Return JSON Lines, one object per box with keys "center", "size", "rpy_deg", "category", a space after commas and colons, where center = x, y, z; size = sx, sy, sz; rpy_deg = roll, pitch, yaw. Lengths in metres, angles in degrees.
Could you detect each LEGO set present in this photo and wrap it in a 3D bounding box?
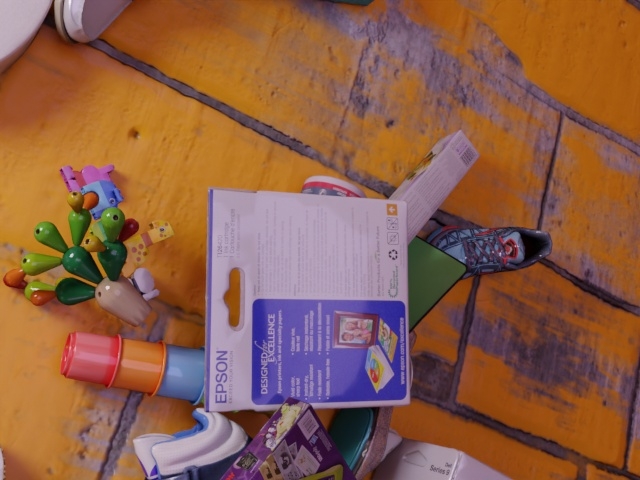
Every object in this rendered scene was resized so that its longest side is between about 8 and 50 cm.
{"center": [-0.266, -0.018, 1.093], "size": [0.093, 0.087, 0.227], "rpy_deg": [-26, 96, -29], "category": "LEGO set"}

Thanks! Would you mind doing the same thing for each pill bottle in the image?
{"center": [0.000, 0.000, 1.224], "size": [0.108, 0.108, 0.180], "rpy_deg": [25, 71, -23], "category": "pill bottle"}

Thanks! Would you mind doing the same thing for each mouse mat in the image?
{"center": [0.131, 0.065, 1.285], "size": [0.152, 0.007, 0.189], "rpy_deg": [33, 58, 28], "category": "mouse mat"}

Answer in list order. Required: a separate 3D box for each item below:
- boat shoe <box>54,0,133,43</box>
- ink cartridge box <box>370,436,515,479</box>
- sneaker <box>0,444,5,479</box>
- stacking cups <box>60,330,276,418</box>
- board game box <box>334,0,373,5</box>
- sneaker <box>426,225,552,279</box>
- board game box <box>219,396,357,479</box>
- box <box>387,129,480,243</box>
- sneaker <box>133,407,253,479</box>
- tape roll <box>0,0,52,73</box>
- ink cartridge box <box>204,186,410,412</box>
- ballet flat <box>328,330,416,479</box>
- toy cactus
{"center": [-0.274, -0.406, 1.117], "size": [0.103, 0.113, 0.302], "rpy_deg": [17, 71, 11], "category": "boat shoe"}
{"center": [0.244, 0.430, 1.235], "size": [0.289, 0.211, 0.122], "rpy_deg": [32, 70, -20], "category": "ink cartridge box"}
{"center": [-0.441, 0.328, 0.954], "size": [0.083, 0.069, 0.186], "rpy_deg": [11, 76, -32], "category": "sneaker"}
{"center": [-0.197, 0.179, 1.097], "size": [0.316, 0.096, 0.096], "rpy_deg": [17, 75, -25], "category": "stacking cups"}
{"center": [-0.057, -0.541, 1.291], "size": [0.336, 0.079, 0.254], "rpy_deg": [-1, 83, -29], "category": "board game box"}
{"center": [0.298, 0.011, 1.375], "size": [0.261, 0.125, 0.104], "rpy_deg": [-9, 86, -30], "category": "sneaker"}
{"center": [-0.022, 0.402, 1.064], "size": [0.208, 0.056, 0.347], "rpy_deg": [-50, 129, -32], "category": "board game box"}
{"center": [0.161, -0.067, 1.335], "size": [0.067, 0.063, 0.324], "rpy_deg": [48, 59, -12], "category": "box"}
{"center": [-0.206, 0.381, 1.049], "size": [0.323, 0.130, 0.236], "rpy_deg": [-43, 98, -25], "category": "sneaker"}
{"center": [-0.539, -0.376, 0.997], "size": [0.391, 0.072, 0.392], "rpy_deg": [7, 76, -29], "category": "tape roll"}
{"center": [-0.019, 0.085, 1.112], "size": [0.307, 0.072, 0.304], "rpy_deg": [3, 83, -20], "category": "ink cartridge box"}
{"center": [0.089, 0.267, 1.238], "size": [0.106, 0.107, 0.316], "rpy_deg": [29, 71, -30], "category": "ballet flat"}
{"center": [-0.297, 0.040, 1.016], "size": [0.180, 0.219, 0.112], "rpy_deg": [45, 22, -17], "category": "toy cactus"}
